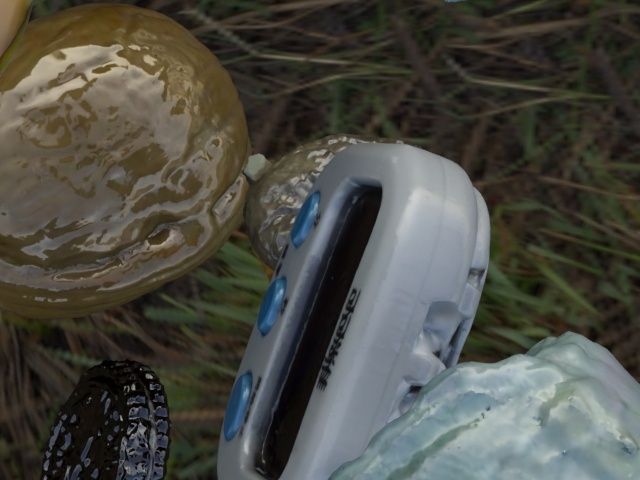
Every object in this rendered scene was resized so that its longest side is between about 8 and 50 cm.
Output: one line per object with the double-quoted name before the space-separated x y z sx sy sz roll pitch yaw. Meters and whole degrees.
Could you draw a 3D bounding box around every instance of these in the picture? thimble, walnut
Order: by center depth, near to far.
"thimble" 0.088 0.153 0.963 0.205 0.250 0.172 -34 83 -41
"walnut" -0.227 -0.071 1.808 0.333 0.333 0.332 -1 95 -12

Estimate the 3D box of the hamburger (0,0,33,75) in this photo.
"hamburger" -0.279 -0.139 0.909 0.294 0.179 0.276 11 66 -42

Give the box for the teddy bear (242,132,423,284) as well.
"teddy bear" 0.000 0.000 1.593 0.140 0.190 0.177 22 61 16

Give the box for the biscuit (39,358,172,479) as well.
"biscuit" -0.186 0.194 1.639 0.053 0.194 0.194 17 91 -30

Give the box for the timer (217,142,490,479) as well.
"timer" 0.020 0.068 1.244 0.087 0.237 0.262 21 88 -17
